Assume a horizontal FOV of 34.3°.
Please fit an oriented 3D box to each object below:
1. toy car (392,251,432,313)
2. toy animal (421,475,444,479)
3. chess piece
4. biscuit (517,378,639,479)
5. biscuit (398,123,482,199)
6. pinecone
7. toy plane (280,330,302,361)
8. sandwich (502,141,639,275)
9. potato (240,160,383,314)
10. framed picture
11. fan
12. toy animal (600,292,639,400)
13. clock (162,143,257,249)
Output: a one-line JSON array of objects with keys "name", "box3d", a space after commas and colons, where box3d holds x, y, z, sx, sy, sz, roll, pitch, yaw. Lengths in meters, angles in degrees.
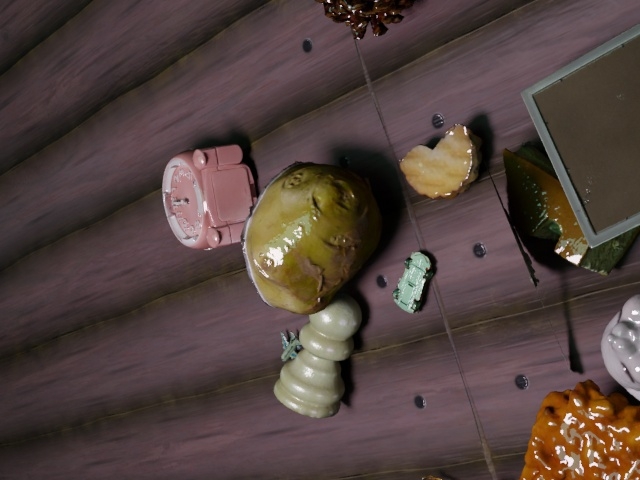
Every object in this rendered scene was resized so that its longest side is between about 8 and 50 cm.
[{"name": "toy car", "box3d": [0.180, 0.080, 1.989, 0.059, 0.035, 0.122, 32, 112, 34]}, {"name": "toy animal", "box3d": [0.300, 0.497, 1.946, 0.255, 0.116, 0.114, 33, 94, 39]}, {"name": "chess piece", "box3d": [0.009, 0.221, 2.127, 0.144, 0.144, 0.251, 33, 114, 34]}, {"name": "biscuit", "box3d": [0.462, 0.398, 1.647, 0.318, 0.110, 0.312, 28, 113, 37]}, {"name": "biscuit", "box3d": [0.228, -0.134, 1.878, 0.183, 0.061, 0.118, -23, 85, 46]}, {"name": "pinecone", "box3d": [0.078, -0.467, 1.846, 0.221, 0.221, 0.221, 12, 107, 41]}, {"name": "toy plane", "box3d": [-0.063, 0.235, 2.258, 0.080, 0.033, 0.083, 48, 135, 24]}, {"name": "sandwich", "box3d": [0.390, -0.054, 1.699, 0.236, 0.122, 0.128, 40, 111, 33]}, {"name": "potato", "box3d": [0.000, 0.000, 1.969, 0.196, 0.246, 0.299, 14, 87, 50]}, {"name": "framed picture", "box3d": [0.462, -0.164, 1.593, 0.232, 0.019, 0.296, -28, 65, 24]}, {"name": "fan", "box3d": [0.354, 0.048, 1.746, 0.012, 0.233, 0.414, -22, 106, 12]}, {"name": "toy animal", "box3d": [0.551, 0.158, 1.556, 0.265, 0.206, 0.271, -24, 59, 46]}, {"name": "clock", "box3d": [-0.253, -0.094, 2.300, 0.241, 0.142, 0.227, -6, 95, 54]}]
